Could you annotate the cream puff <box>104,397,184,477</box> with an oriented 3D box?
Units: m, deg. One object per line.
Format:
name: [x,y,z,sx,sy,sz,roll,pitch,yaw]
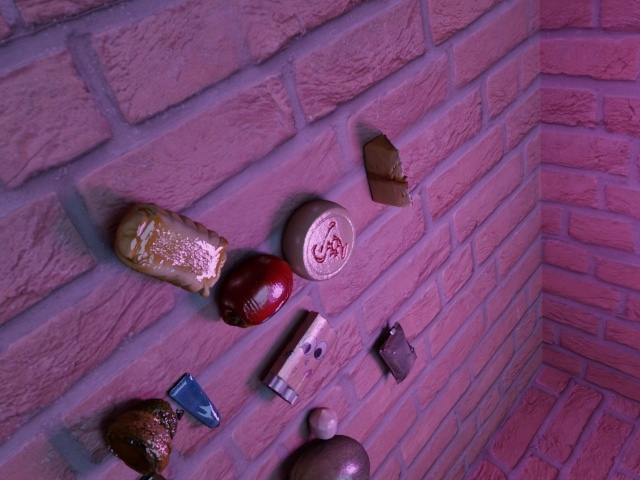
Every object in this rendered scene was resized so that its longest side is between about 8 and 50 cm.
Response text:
cream puff: [-0.443,0.498,1.408,0.169,0.183,0.183,-53,139,-48]

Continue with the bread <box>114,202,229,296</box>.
bread: [-0.370,0.017,1.327,0.311,0.121,0.172,33,76,-48]

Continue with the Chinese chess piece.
Chinese chess piece: [0.000,0.000,1.731,0.273,0.102,0.273,-20,118,-42]

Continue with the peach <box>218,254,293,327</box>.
peach: [-0.167,0.130,1.563,0.267,0.154,0.158,-36,127,-32]

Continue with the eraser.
eraser: [-0.065,0.397,1.822,0.290,0.087,0.171,-54,135,-19]

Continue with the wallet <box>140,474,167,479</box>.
wallet: [-0.518,0.752,1.515,0.198,0.031,0.110,-45,132,-25]

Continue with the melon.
melon: [0.038,0.864,1.989,0.329,0.249,0.248,-15,115,-39]

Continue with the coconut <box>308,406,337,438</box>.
coconut: [0.009,0.676,2.004,0.110,0.110,0.124,-23,123,-40]

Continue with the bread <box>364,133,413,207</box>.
bread: [0.268,-0.237,1.871,0.135,0.178,0.240,-37,127,-30]

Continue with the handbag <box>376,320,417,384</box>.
handbag: [0.329,0.470,2.256,0.182,0.117,0.270,-57,136,-27]

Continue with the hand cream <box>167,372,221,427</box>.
hand cream: [-0.362,0.485,1.581,0.083,0.048,0.224,-46,127,-26]
